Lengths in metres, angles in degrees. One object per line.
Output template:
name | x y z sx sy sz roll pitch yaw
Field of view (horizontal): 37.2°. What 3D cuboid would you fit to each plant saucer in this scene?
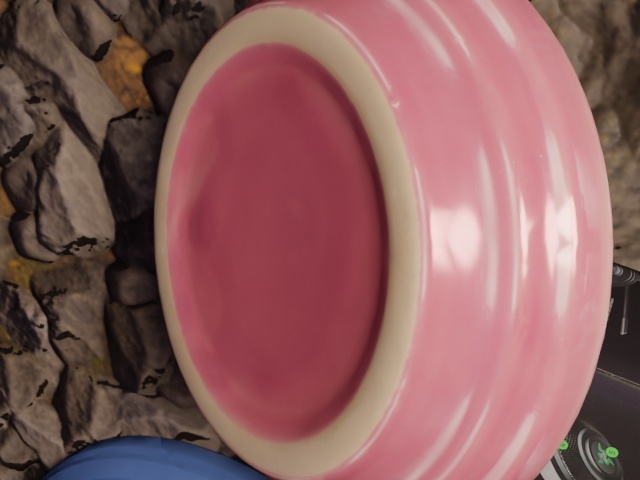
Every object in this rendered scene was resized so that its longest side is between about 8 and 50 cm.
plant saucer | 0.000 0.000 0.526 0.332 0.084 0.332 7 99 53

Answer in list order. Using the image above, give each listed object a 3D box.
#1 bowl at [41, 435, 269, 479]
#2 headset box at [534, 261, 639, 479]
bowl | -0.122 0.361 0.858 0.391 0.077 0.391 10 117 21
headset box | 0.175 0.155 0.590 0.283 0.131 0.246 20 121 15
